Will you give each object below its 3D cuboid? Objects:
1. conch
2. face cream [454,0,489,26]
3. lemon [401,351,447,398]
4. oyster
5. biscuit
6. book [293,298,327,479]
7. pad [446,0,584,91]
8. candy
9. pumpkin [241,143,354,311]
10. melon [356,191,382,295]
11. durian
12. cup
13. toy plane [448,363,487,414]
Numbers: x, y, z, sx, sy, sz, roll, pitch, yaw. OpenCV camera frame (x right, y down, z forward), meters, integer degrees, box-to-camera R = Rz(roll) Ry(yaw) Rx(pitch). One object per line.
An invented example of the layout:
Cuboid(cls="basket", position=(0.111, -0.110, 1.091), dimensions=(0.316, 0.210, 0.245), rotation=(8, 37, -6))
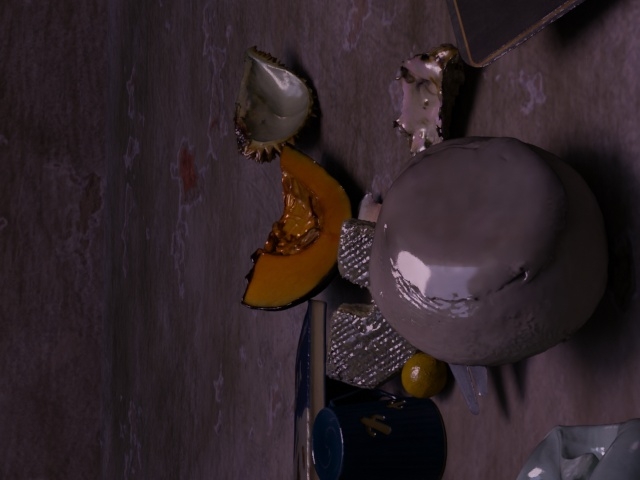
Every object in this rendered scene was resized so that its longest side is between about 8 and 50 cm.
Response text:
Cuboid(cls="conch", position=(0.281, 0.259, 1.308), dimensions=(0.121, 0.184, 0.221), rotation=(65, 160, -4))
Cuboid(cls="face cream", position=(0.190, -0.417, 1.624), dimensions=(0.105, 0.105, 0.349), rotation=(131, 135, -55))
Cuboid(cls="lemon", position=(0.142, 0.186, 1.759), dimensions=(0.083, 0.062, 0.062), rotation=(120, 143, -48))
Cuboid(cls="oyster", position=(0.154, -0.192, 1.754), dimensions=(0.133, 0.072, 0.209), rotation=(50, 153, 48))
Cuboid(cls="biscuit", position=(0.083, 0.096, 1.817), dimensions=(0.147, 0.046, 0.250), rotation=(14, 109, 24))
Cuboid(cls="book", position=(-0.017, 0.343, 1.963), dimensions=(0.300, 0.039, 0.428), rotation=(99, 172, -61))
Cuboid(cls="pad", position=(0.252, -0.345, 1.402), dimensions=(0.375, 0.063, 0.315), rotation=(-33, 62, 43))
Cuboid(cls="candy", position=(0.191, 0.017, 1.460), dimensions=(0.295, 0.185, 0.296), rotation=(-15, 62, 29))
Cuboid(cls="pumpkin", position=(0.000, 0.000, 2.038), dimensions=(0.169, 0.148, 0.312), rotation=(-2, 60, 25))
Cuboid(cls="melon", position=(0.089, 0.009, 1.901), dimensions=(0.182, 0.054, 0.098), rotation=(56, 132, 52))
Cuboid(cls="durian", position=(-0.088, -0.221, 2.206), dimensions=(0.144, 0.139, 0.252), rotation=(133, 153, -56))
Cuboid(cls="cup", position=(0.070, 0.273, 1.801), dimensions=(0.176, 0.155, 0.131), rotation=(-125, 43, -51))
Cuboid(cls="toy plane", position=(0.141, 0.086, 1.657), dimensions=(0.267, 0.088, 0.212), rotation=(26, 113, 48))
